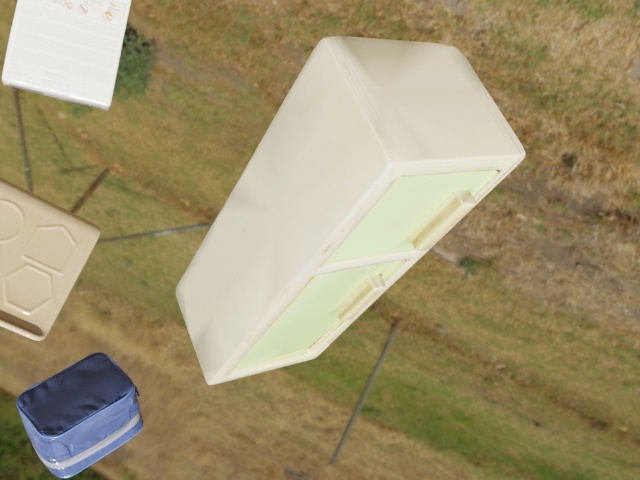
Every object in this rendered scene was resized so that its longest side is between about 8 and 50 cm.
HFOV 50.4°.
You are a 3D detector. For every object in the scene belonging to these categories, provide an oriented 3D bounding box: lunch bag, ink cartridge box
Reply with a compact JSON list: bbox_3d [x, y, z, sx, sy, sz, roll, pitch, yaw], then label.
[{"bbox_3d":[-0.203,0.151,0.590,0.067,0.098,0.065,35,138,35],"label":"lunch bag"},{"bbox_3d":[-0.350,-0.287,0.946,0.145,0.180,0.045,12,176,-20],"label":"ink cartridge box"}]

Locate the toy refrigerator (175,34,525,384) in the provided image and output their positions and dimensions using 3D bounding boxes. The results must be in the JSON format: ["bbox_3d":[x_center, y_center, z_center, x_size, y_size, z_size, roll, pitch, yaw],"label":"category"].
[{"bbox_3d":[0.000,0.000,0.451,0.269,0.102,0.094,-51,56,45],"label":"toy refrigerator"}]

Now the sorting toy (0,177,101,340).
[{"bbox_3d":[-0.467,0.025,1.035,0.192,0.208,0.038,28,152,-17],"label":"sorting toy"}]
